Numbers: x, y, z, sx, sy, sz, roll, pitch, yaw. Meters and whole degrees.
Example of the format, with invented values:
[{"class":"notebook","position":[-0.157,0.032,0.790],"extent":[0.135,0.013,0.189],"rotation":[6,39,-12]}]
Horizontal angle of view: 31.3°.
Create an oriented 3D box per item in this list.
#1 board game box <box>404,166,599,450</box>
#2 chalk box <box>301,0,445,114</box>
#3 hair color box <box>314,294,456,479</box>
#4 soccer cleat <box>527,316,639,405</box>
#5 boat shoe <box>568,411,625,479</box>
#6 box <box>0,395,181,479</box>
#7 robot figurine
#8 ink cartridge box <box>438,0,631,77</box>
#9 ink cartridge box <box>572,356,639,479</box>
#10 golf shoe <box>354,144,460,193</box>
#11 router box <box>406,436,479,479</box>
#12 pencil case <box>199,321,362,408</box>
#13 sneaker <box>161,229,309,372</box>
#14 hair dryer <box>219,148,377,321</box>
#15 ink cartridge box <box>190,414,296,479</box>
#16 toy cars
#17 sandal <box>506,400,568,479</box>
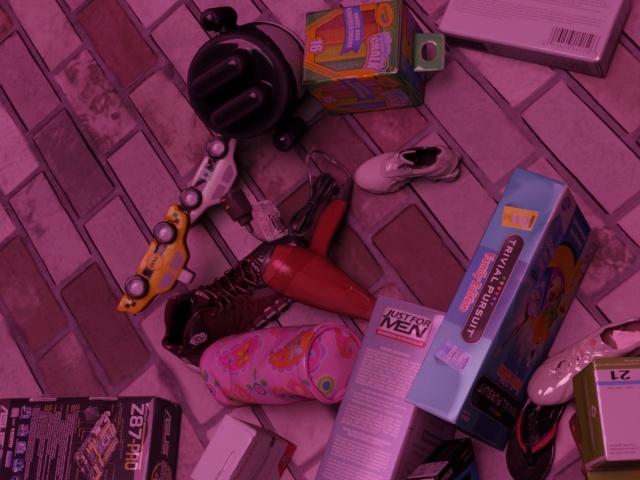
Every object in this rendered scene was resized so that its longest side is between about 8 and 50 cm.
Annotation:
[{"class":"board game box","position":[0.257,0.103,1.548],"extent":[0.079,0.254,0.336],"rotation":[22,83,28]},{"class":"chalk box","position":[0.093,-0.294,1.830],"extent":[0.213,0.132,0.133],"rotation":[-5,71,23]},{"class":"hair color box","position":[0.099,0.285,1.594],"extent":[0.113,0.185,0.375],"rotation":[15,79,27]},{"class":"soccer cleat","position":[0.368,0.160,1.565],"extent":[0.196,0.076,0.068],"rotation":[-30,61,2]},{"class":"boat shoe","position":[0.387,0.307,1.536],"extent":[0.060,0.064,0.178],"rotation":[-37,64,46]},{"class":"box","position":[-0.396,0.447,1.813],"extent":[0.318,0.097,0.395],"rotation":[-6,70,24]},{"class":"robot figurine","position":[-0.109,-0.261,1.833],"extent":[0.173,0.278,0.209],"rotation":[10,109,11]},{"class":"ink cartridge box","position":[0.353,-0.399,1.792],"extent":[0.275,0.060,0.239],"rotation":[18,79,29]},{"class":"ink cartridge box","position":[0.440,0.282,1.454],"extent":[0.188,0.097,0.255],"rotation":[-2,69,-5]},{"class":"golf shoe","position":[0.127,-0.122,1.783],"extent":[0.176,0.086,0.069],"rotation":[-11,70,22]},{"class":"router box","position":[0.173,0.351,1.521],"extent":[0.046,0.179,0.133],"rotation":[-11,93,22]},{"class":"pencil case","position":[-0.059,0.188,1.681],"extent":[0.284,0.124,0.124],"rotation":[-14,64,51]},{"class":"sneaker","position":[-0.140,0.085,1.785],"extent":[0.106,0.162,0.281],"rotation":[40,92,30]},{"class":"hair dryer","position":[0.000,0.000,1.768],"extent":[0.223,0.080,0.294],"rotation":[-24,77,-20]},{"class":"ink cartridge box","position":[-0.113,0.328,1.694],"extent":[0.063,0.150,0.109],"rotation":[27,84,29]},{"class":"toy cars","position":[-0.204,-0.028,1.838],"extent":[0.087,0.176,0.394],"rotation":[28,48,-3]},{"class":"sandal","position":[0.304,0.256,1.595],"extent":[0.067,0.040,0.179],"rotation":[17,80,26]}]
